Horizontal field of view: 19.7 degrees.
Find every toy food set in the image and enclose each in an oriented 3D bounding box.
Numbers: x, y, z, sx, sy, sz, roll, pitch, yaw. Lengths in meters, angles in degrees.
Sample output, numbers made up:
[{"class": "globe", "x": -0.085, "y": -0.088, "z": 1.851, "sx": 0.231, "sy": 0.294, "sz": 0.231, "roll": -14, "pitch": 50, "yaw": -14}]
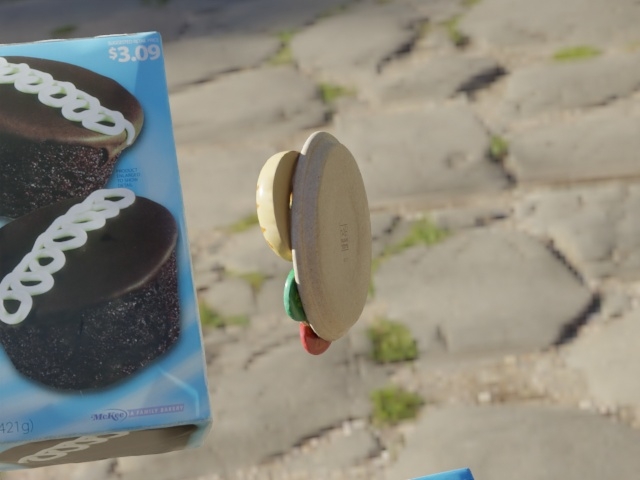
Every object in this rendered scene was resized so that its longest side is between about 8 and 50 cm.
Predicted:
[{"class": "toy food set", "x": 0.000, "y": 0.000, "z": 0.703, "sx": 0.020, "sy": 0.082, "sz": 0.083, "roll": -3, "pitch": 19, "yaw": 18}]

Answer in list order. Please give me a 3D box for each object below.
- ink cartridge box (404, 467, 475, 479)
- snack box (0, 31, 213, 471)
[{"class": "ink cartridge box", "x": -0.006, "y": 0.181, "z": 0.945, "sx": 0.180, "sy": 0.104, "sz": 0.060, "roll": -9, "pitch": 57, "yaw": -23}, {"class": "snack box", "x": -0.219, "y": 0.014, "z": 0.812, "sx": 0.322, "sy": 0.187, "sz": 0.060, "roll": -6, "pitch": -19, "yaw": -9}]
